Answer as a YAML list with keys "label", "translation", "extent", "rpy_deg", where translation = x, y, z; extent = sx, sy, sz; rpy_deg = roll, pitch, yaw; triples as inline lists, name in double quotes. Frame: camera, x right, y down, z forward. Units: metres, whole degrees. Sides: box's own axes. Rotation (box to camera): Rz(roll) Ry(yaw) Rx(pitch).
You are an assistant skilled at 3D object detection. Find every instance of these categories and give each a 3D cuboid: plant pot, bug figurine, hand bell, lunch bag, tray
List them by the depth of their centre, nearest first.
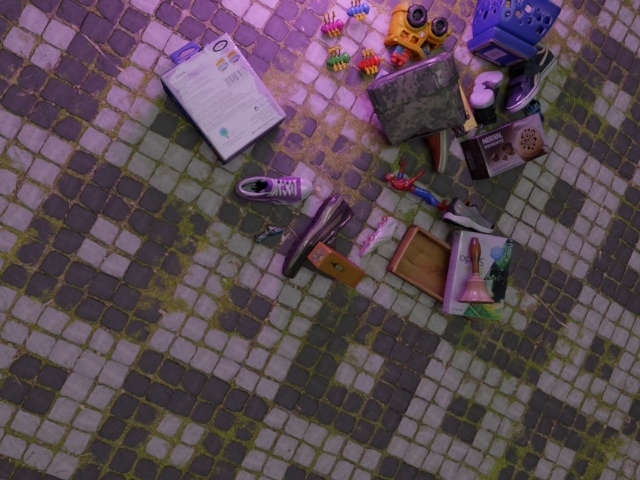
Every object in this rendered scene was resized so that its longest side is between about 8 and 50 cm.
- label: "lunch bag"
  translation: [0.344, -0.486, 1.667]
  extent: [0.212, 0.306, 0.255]
  rpy_deg: [-47, 120, -52]
- label: "bug figurine"
  translation: [0.114, -0.738, 1.732]
  extent: [0.217, 0.072, 0.278]
  rpy_deg: [-14, 99, -7]
- label: "hand bell"
  translation: [0.571, 0.108, 1.732]
  extent: [0.126, 0.126, 0.241]
  rpy_deg: [7, 78, -14]
- label: "plant pot"
  translation: [0.716, -0.807, 1.805]
  extent: [0.236, 0.236, 0.211]
  rpy_deg: [20, 94, -14]
- label: "tray"
  translation: [0.479, 0.130, 1.844]
  extent: [0.411, 0.076, 0.202]
  rpy_deg: [31, 84, -14]

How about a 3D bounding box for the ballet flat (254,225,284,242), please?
- label: "ballet flat"
  translation: [-0.187, -0.029, 1.693]
  extent: [0.115, 0.041, 0.041]
  rpy_deg: [-25, 97, -13]

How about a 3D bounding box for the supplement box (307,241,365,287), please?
- label: "supplement box"
  translation: [0.059, 0.088, 1.671]
  extent: [0.078, 0.080, 0.233]
  rpy_deg: [-50, 139, 6]

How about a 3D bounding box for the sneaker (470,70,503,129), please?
- label: "sneaker"
  translation: [0.650, -0.548, 1.854]
  extent: [0.268, 0.102, 0.153]
  rpy_deg: [-58, 145, -36]

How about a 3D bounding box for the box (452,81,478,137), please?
- label: "box"
  translation: [0.525, -0.519, 1.833]
  extent: [0.058, 0.087, 0.232]
  rpy_deg: [-27, 99, -12]

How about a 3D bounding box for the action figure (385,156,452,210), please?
- label: "action figure"
  translation: [0.384, -0.223, 1.803]
  extent: [0.281, 0.091, 0.138]
  rpy_deg: [20, 93, -15]

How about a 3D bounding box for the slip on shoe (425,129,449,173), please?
- label: "slip on shoe"
  translation: [0.434, -0.420, 1.812]
  extent: [0.102, 0.123, 0.330]
  rpy_deg: [-6, 101, 21]

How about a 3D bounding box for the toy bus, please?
- label: "toy bus"
  translation: [0.349, -0.743, 1.763]
  extent: [0.221, 0.149, 0.211]
  rpy_deg: [18, 100, -16]

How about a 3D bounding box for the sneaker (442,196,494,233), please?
- label: "sneaker"
  translation: [0.586, -0.091, 1.815]
  extent: [0.272, 0.100, 0.107]
  rpy_deg: [15, 93, -37]

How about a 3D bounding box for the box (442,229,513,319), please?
- label: "box"
  translation: [0.603, 0.134, 1.808]
  extent: [0.233, 0.058, 0.321]
  rpy_deg: [8, 91, -14]

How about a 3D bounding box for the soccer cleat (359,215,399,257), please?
- label: "soccer cleat"
  translation: [0.225, -0.005, 1.782]
  extent: [0.076, 0.068, 0.196]
  rpy_deg: [42, 79, -14]

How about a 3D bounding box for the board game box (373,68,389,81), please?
- label: "board game box"
  translation: [0.245, -0.589, 1.794]
  extent: [0.090, 0.020, 0.089]
  rpy_deg: [28, 84, -14]

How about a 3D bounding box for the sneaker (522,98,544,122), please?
- label: "sneaker"
  translation: [0.872, -0.535, 1.932]
  extent: [0.144, 0.059, 0.053]
  rpy_deg: [45, 79, -12]

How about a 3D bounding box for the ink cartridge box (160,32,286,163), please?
- label: "ink cartridge box"
  translation: [-0.341, -0.492, 1.584]
  extent: [0.270, 0.151, 0.395]
  rpy_deg: [-39, 101, -11]

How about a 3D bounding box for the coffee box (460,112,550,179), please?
- label: "coffee box"
  translation: [0.730, -0.368, 1.869]
  extent: [0.298, 0.119, 0.167]
  rpy_deg: [-22, 98, -13]

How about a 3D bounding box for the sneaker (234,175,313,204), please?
- label: "sneaker"
  translation: [-0.150, -0.176, 1.636]
  extent: [0.283, 0.161, 0.102]
  rpy_deg: [-6, 91, -15]

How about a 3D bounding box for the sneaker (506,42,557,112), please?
- label: "sneaker"
  translation: [0.812, -0.652, 1.883]
  extent: [0.127, 0.126, 0.321]
  rpy_deg: [42, 71, -16]

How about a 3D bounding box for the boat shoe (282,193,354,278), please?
- label: "boat shoe"
  translation: [0.000, 0.000, 1.692]
  extent: [0.130, 0.132, 0.355]
  rpy_deg: [37, 84, -12]
